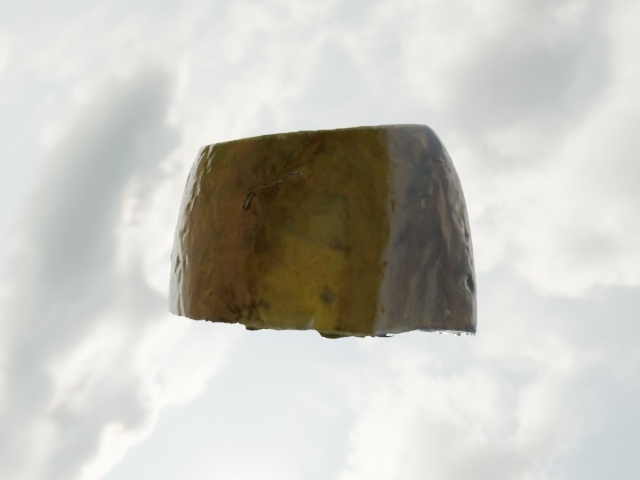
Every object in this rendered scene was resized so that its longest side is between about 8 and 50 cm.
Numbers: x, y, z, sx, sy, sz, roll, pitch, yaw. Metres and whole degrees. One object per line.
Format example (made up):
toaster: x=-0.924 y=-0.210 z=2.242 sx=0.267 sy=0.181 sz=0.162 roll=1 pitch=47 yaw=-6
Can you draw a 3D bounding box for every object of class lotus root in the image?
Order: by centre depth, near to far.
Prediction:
lotus root: x=-0.003 y=0.000 z=0.406 sx=0.122 sy=0.112 sz=0.081 roll=178 pitch=-91 yaw=-76
